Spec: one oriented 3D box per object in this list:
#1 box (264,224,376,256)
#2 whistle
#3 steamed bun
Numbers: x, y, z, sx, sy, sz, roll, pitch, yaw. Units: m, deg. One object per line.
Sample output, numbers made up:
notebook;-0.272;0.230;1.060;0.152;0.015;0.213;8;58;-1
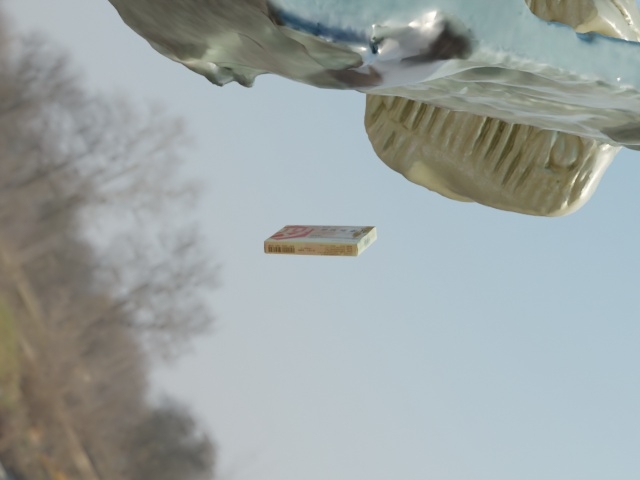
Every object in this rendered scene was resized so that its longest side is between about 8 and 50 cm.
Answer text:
box;0.000;0.000;1.679;0.058;0.093;0.015;-41;129;-63
whistle;0.038;-0.134;0.925;0.405;0.188;0.168;42;-18;-17
steamed bun;0.208;-0.226;2.055;0.394;0.346;0.237;56;28;-4
